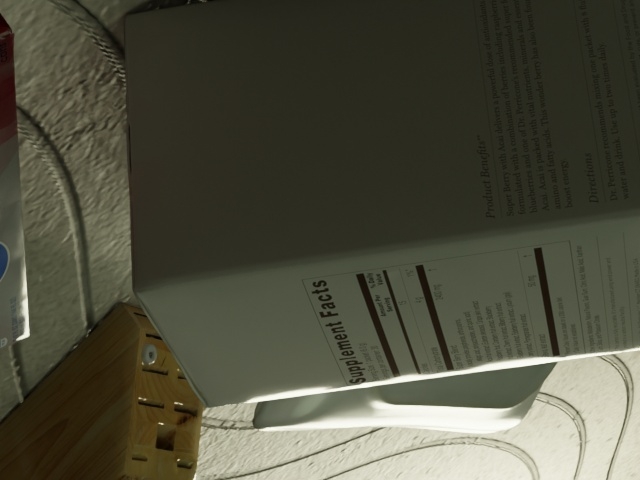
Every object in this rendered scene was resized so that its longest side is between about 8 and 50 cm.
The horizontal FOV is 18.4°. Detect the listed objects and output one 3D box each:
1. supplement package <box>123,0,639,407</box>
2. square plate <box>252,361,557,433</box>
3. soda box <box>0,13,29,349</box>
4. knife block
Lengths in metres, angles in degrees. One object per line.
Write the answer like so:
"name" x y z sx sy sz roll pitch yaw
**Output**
"supplement package" 0.053 -0.033 1.103 0.293 0.177 0.175 -8 153 7
"square plate" 0.128 -0.013 1.365 0.344 0.049 0.347 10 108 -56
"soda box" -0.207 -0.035 1.003 0.083 0.092 0.263 -25 150 -21
"knife block" -0.210 0.182 1.366 0.088 0.242 0.275 20 73 -60
